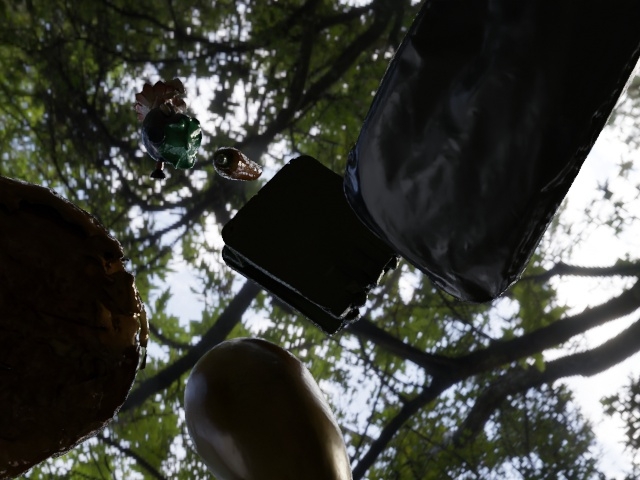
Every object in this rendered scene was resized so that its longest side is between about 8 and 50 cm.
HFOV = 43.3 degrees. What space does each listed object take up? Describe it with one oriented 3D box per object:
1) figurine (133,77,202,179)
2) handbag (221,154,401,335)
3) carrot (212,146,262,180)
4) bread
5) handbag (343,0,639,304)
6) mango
[{"bbox_3d":[-0.260,-0.191,1.361,0.102,0.111,0.195,-16,-138,-14],"label":"figurine"},{"bbox_3d":[-0.001,0.001,1.316,0.260,0.079,0.247,33,-125,16],"label":"handbag"},{"bbox_3d":[-0.091,-0.084,0.924,0.035,0.142,0.035,-1,-93,15],"label":"carrot"},{"bbox_3d":[-0.395,0.104,0.929,0.358,0.204,0.336,-22,-93,-35],"label":"bread"},{"bbox_3d":[0.139,-0.122,0.631,0.075,0.332,0.191,-11,-136,-46],"label":"handbag"},{"bbox_3d":[-0.062,0.245,0.996,0.173,0.211,0.317,-24,-145,-17],"label":"mango"}]
